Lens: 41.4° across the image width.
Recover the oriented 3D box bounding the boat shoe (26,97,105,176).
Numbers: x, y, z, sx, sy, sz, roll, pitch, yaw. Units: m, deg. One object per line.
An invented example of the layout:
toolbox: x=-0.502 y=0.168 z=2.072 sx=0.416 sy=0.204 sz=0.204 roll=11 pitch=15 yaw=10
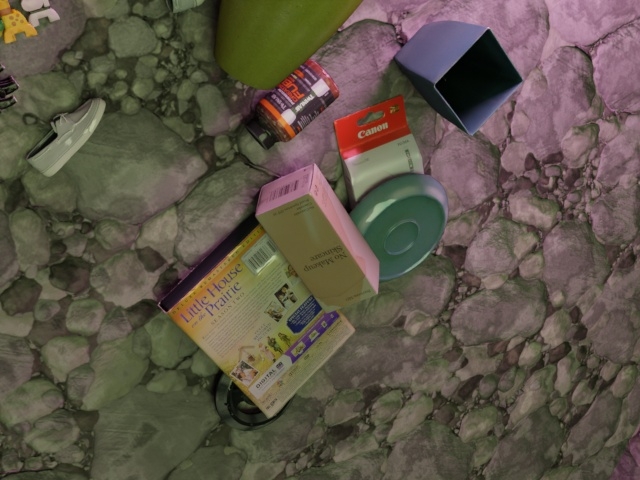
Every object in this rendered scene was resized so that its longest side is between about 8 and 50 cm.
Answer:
boat shoe: x=-0.484 y=-0.206 z=1.604 sx=0.184 sy=0.066 sz=0.063 roll=-44 pitch=129 yaw=10

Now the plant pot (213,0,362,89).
plant pot: x=-0.077 y=-0.444 z=1.605 sx=0.274 sy=0.275 sz=0.293 roll=14 pitch=124 yaw=-33

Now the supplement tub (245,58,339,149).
supplement tub: x=-0.062 y=-0.278 z=1.769 sx=0.198 sy=0.106 sz=0.106 roll=-43 pitch=127 yaw=-4

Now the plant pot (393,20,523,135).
plant pot: x=0.276 y=-0.371 z=1.827 sx=0.166 sy=0.234 sz=0.165 roll=-46 pitch=127 yaw=0

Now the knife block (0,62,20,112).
knife block: x=-0.677 y=-0.248 z=1.471 sx=0.275 sy=0.242 sz=0.088 roll=1 pitch=123 yaw=21

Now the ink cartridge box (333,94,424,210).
ink cartridge box: x=0.140 y=-0.193 z=1.958 sx=0.189 sy=0.066 sz=0.232 roll=-24 pitch=128 yaw=-17

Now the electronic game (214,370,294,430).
electronic game: x=-0.154 y=0.361 z=2.081 sx=0.229 sy=0.048 sz=0.229 roll=-12 pitch=114 yaw=-29

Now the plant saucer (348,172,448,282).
plant saucer: x=0.186 y=-0.016 z=2.040 sx=0.317 sy=0.044 sz=0.318 roll=-20 pitch=134 yaw=-22

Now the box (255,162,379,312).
box: x=0.000 y=0.000 z=1.886 sx=0.148 sy=0.121 sz=0.311 roll=-24 pitch=121 yaw=21

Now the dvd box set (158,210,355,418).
dvd box set: x=-0.134 y=0.180 z=1.961 sx=0.307 sy=0.062 sz=0.420 roll=-46 pitch=125 yaw=-11

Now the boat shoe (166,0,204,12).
boat shoe: x=-0.284 y=-0.519 z=1.538 sx=0.081 sy=0.079 sz=0.228 roll=-32 pitch=129 yaw=-16

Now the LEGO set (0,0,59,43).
LEGO set: x=-0.565 y=-0.385 z=1.447 sx=0.227 sy=0.087 sz=0.093 roll=-23 pitch=124 yaw=-19
